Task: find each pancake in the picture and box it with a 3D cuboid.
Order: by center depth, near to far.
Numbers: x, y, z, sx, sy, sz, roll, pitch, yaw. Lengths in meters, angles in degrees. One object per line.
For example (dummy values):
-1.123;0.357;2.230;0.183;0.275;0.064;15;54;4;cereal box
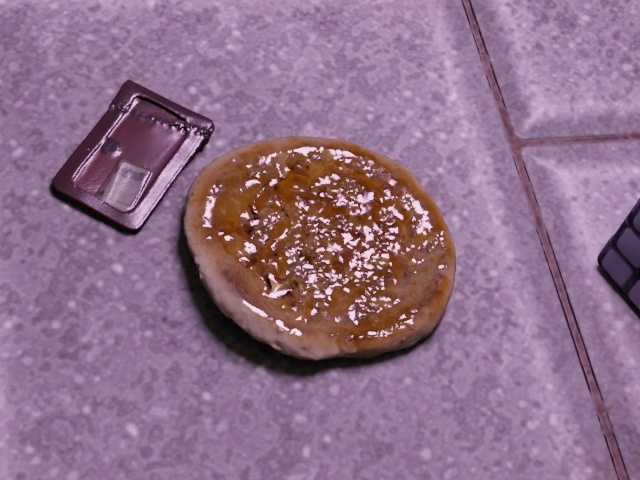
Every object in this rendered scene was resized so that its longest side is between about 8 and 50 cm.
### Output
0.000;0.001;1.262;0.282;0.049;0.282;7;56;-10;pancake

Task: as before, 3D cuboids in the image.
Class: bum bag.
-0.190;-0.085;1.297;0.109;0.026;0.159;28;62;8;bum bag

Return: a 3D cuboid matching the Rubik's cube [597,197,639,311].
0.456;-0.002;1.236;0.237;0.237;0.238;-29;68;-27;Rubik's cube
